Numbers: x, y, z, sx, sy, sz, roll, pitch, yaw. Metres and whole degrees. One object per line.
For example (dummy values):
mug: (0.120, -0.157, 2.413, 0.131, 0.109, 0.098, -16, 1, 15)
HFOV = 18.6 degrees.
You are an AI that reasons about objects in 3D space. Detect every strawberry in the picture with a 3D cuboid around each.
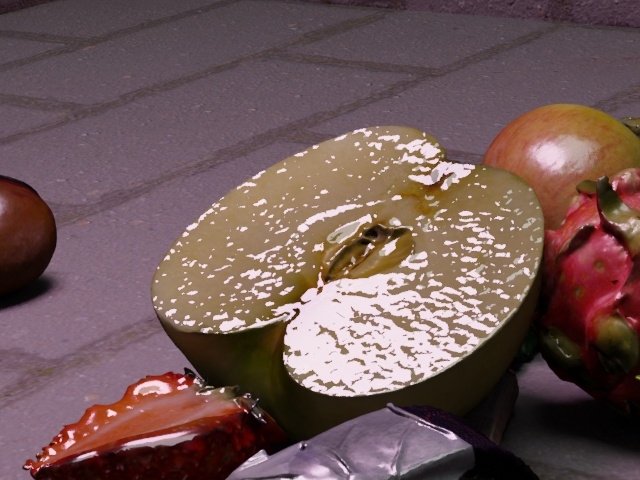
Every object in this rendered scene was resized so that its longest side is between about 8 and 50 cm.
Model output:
strawberry: (-0.150, 0.207, 1.817, 0.174, 0.098, 0.228, 10, 25, 38)

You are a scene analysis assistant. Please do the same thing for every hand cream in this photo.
hand cream: (0.160, 0.184, 1.945, 0.067, 0.043, 0.209, 1, 23, 19)

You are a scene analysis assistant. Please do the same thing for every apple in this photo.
apple: (0.047, 0.039, 1.957, 0.360, 0.320, 0.312, -41, 1, -32)
apple: (0.300, -0.040, 2.288, 0.194, 0.260, 0.261, -38, 30, -18)

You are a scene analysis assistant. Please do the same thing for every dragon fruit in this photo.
dragon fruit: (0.331, 0.056, 1.975, 0.237, 0.231, 0.302, 14, 18, -31)

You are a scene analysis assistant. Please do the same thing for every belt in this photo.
belt: (0.042, 0.244, 1.532, 0.289, 0.184, 0.164, -17, 26, -23)

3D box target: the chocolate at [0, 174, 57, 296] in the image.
chocolate: (-0.417, 0.005, 2.441, 0.177, 0.176, 0.177, -2, 17, 1)

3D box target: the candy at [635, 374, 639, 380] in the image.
candy: (0.404, 0.109, 1.726, 0.246, 0.069, 0.149, -15, 13, -32)

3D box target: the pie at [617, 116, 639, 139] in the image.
pie: (0.468, -0.049, 2.364, 0.323, 0.070, 0.323, 35, -3, 2)

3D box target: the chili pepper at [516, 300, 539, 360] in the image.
chili pepper: (0.176, 0.072, 2.164, 0.148, 0.116, 0.264, 13, 24, 35)
